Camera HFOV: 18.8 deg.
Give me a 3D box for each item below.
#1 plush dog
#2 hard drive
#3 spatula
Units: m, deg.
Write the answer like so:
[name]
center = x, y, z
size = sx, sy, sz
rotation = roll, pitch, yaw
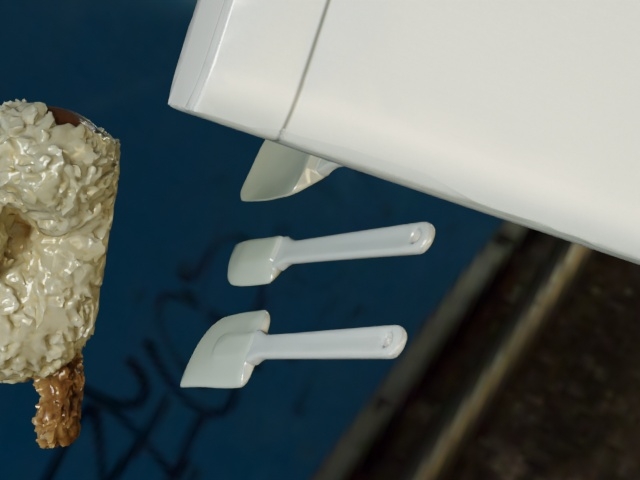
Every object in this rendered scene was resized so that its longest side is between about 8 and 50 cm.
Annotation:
[plush dog]
center = -0.257, 0.020, 1.228
size = 0.262, 0.225, 0.210
rotation = 162, 113, -76
[hard drive]
center = 0.145, -0.105, 0.728
size = 0.047, 0.353, 0.233
rotation = 20, 92, 70
[spatula]
center = 0.000, 0.000, 1.049
size = 0.242, 0.019, 0.168
rotation = -10, 54, 61
